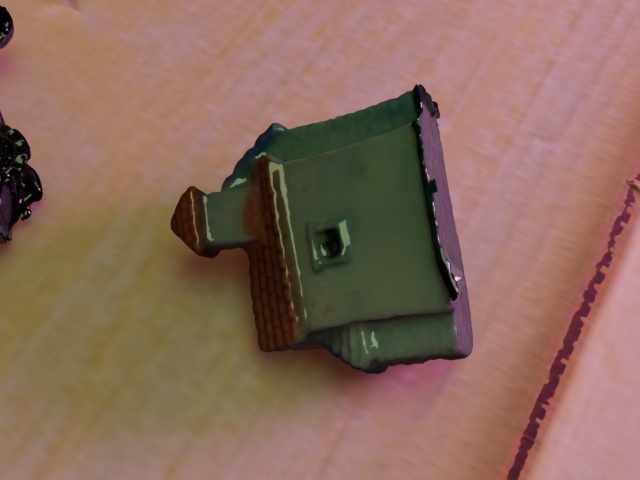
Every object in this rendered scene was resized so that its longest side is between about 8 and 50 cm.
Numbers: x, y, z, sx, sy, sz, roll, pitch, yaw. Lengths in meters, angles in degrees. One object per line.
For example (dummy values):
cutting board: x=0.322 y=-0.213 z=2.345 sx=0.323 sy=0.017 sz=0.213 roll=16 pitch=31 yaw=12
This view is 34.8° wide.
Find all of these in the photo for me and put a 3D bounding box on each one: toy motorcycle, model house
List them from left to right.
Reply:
toy motorcycle: x=-0.211 y=-0.065 z=0.560 sx=0.100 sy=0.058 sz=0.173 roll=-12 pitch=66 yaw=-12
model house: x=0.000 y=0.000 z=0.549 sx=0.148 sy=0.119 sz=0.148 roll=-8 pitch=84 yaw=11
